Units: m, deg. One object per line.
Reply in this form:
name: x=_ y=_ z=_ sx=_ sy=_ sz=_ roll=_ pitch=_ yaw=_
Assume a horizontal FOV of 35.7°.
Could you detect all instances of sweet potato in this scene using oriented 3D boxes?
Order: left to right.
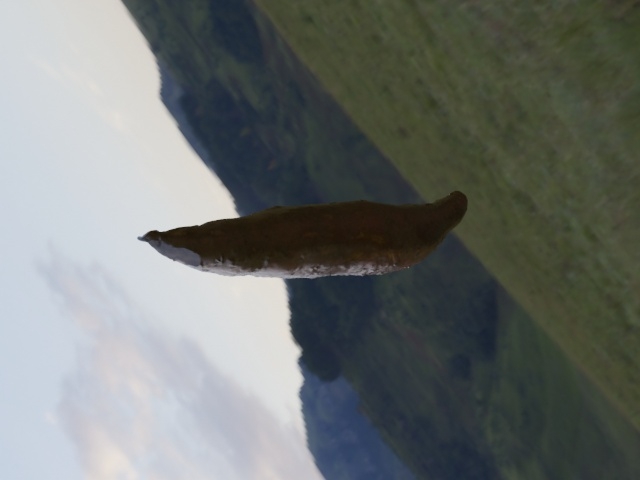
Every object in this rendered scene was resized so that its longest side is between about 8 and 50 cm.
sweet potato: x=0.000 y=0.000 z=0.792 sx=0.072 sy=0.314 sz=0.066 roll=-45 pitch=57 yaw=49
